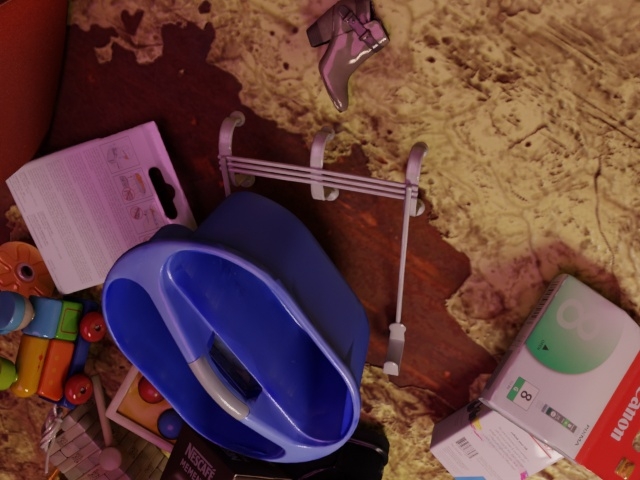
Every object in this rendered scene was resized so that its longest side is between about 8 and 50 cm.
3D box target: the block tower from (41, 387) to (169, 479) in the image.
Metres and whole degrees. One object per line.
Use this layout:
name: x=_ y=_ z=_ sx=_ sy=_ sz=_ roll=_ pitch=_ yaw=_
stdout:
block tower: x=-0.270 y=0.381 z=1.214 sx=0.097 sy=0.091 sz=0.335 roll=-36 pitch=98 yaw=23

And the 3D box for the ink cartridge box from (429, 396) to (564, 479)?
ink cartridge box: x=0.245 y=0.249 z=1.044 sx=0.181 sy=0.061 sz=0.104 roll=-38 pitch=97 yaw=24

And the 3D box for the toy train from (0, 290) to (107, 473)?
toy train: x=-0.393 y=0.192 z=1.085 sx=0.105 sy=0.143 sz=0.248 roll=7 pitch=81 yaw=36

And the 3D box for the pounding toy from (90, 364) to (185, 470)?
pounding toy: x=-0.244 y=0.230 z=1.101 sx=0.181 sy=0.094 sz=0.206 roll=29 pitch=88 yaw=2

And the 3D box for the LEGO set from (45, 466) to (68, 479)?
LEGO set: x=-0.396 y=0.423 z=1.241 sx=0.107 sy=0.132 sz=0.287 roll=40 pitch=138 yaw=-9

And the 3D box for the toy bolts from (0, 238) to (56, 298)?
toy bolts: x=-0.495 y=0.023 z=1.091 sx=0.218 sy=0.158 sz=0.229 roll=-1 pitch=111 yaw=15

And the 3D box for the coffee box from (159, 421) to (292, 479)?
coffee box: x=-0.153 y=0.375 z=1.023 sx=0.141 sy=0.098 sz=0.247 roll=26 pitch=94 yaw=49

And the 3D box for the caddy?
caddy: x=-0.091 y=0.114 z=0.926 sx=0.241 sy=0.179 sz=0.341 roll=-22 pitch=117 yaw=31

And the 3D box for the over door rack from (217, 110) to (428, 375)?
over door rack: x=0.000 y=0.000 z=0.996 sx=0.239 sy=0.108 sz=0.324 roll=10 pitch=128 yaw=11

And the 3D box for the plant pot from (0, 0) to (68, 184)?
plant pot: x=-0.466 y=-0.190 z=0.957 sx=0.267 sy=0.267 sz=0.236 roll=10 pitch=125 yaw=10

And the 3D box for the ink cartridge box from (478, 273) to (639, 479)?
ink cartridge box: x=0.329 y=0.175 z=0.953 sx=0.224 sy=0.056 sz=0.181 roll=34 pitch=83 yaw=2

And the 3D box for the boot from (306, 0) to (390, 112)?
boot: x=0.039 y=-0.216 z=0.924 sx=0.086 sy=0.042 sz=0.119 roll=-18 pitch=106 yaw=18

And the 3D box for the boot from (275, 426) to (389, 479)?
boot: x=-0.037 y=0.336 z=1.065 sx=0.246 sy=0.207 sz=0.094 roll=9 pitch=132 yaw=10

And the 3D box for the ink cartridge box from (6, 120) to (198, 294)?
ink cartridge box: x=-0.280 y=-0.043 z=1.074 sx=0.232 sy=0.066 sz=0.189 roll=-17 pitch=106 yaw=11
